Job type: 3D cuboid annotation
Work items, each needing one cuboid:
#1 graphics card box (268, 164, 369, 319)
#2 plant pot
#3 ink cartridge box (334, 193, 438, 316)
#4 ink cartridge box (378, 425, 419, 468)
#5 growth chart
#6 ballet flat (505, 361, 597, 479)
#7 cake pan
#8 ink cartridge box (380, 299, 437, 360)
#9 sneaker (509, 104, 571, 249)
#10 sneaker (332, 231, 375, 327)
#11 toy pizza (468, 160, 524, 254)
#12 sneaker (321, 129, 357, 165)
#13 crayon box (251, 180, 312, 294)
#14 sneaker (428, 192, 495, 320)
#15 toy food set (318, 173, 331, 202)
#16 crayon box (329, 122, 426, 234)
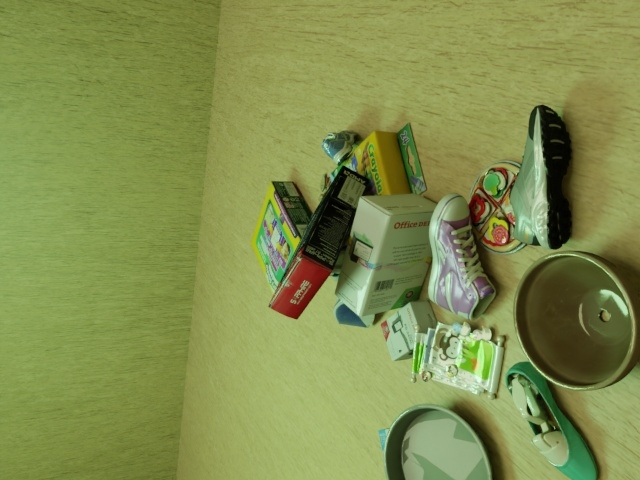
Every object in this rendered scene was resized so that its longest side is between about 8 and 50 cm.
[{"bbox_3d":[0.000,0.000,1.457,0.233,0.094,0.371,-58,7,45],"label":"graphics card box"},{"bbox_3d":[0.462,0.134,0.971,0.237,0.109,0.237,4,95,60],"label":"plant pot"},{"bbox_3d":[0.172,0.030,1.389,0.117,0.201,0.278,39,125,43],"label":"ink cartridge box"},{"bbox_3d":[0.231,0.533,1.451,0.181,0.061,0.104,-39,58,55],"label":"ink cartridge box"},{"bbox_3d":[0.309,0.268,1.286,0.237,0.021,0.172,4,98,42],"label":"growth chart"},{"bbox_3d":[0.424,0.350,1.069,0.083,0.087,0.247,-58,43,44],"label":"ballet flat"},{"bbox_3d":[0.276,0.529,1.305,0.293,0.054,0.293,-8,79,45],"label":"cake pan"},{"bbox_3d":[0.231,0.233,1.443,0.150,0.063,0.109,-51,48,50],"label":"ink cartridge box"},{"bbox_3d":[0.406,-0.120,1.064,0.108,0.100,0.272,5,96,53],"label":"sneaker"},{"bbox_3d":[0.112,0.094,1.606,0.182,0.127,0.316,-66,-22,-44],"label":"sneaker"},{"bbox_3d":[0.380,-0.070,1.195,0.201,0.032,0.201,2,93,61],"label":"toy pizza"},{"bbox_3d":[0.054,-0.295,1.662,0.080,0.081,0.211,-49,11,22],"label":"sneaker"},{"bbox_3d":[-0.124,0.016,2.043,0.363,0.106,0.313,62,142,41],"label":"crayon box"},{"bbox_3d":[0.325,0.042,1.227,0.161,0.102,0.282,33,136,53],"label":"sneaker"},{"bbox_3d":[0.021,-0.159,1.865,0.078,0.019,0.122,20,101,59],"label":"toy food set"},{"bbox_3d":[0.147,-0.164,1.567,0.323,0.083,0.203,-38,58,55],"label":"crayon box"}]
